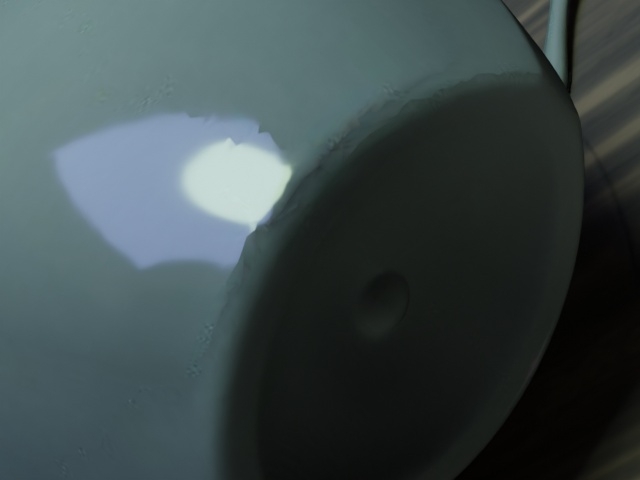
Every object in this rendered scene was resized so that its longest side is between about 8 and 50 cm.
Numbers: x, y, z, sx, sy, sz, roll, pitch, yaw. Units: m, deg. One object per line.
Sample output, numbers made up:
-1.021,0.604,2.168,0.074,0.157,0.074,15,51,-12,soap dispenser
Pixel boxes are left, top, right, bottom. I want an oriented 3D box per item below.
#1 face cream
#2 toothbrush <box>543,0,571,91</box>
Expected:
-0.072,-0.021,0.786,0.357,0.219,0.312,26,77,48,face cream
0.139,-0.150,0.985,0.017,0.022,0.204,-29,37,40,toothbrush
